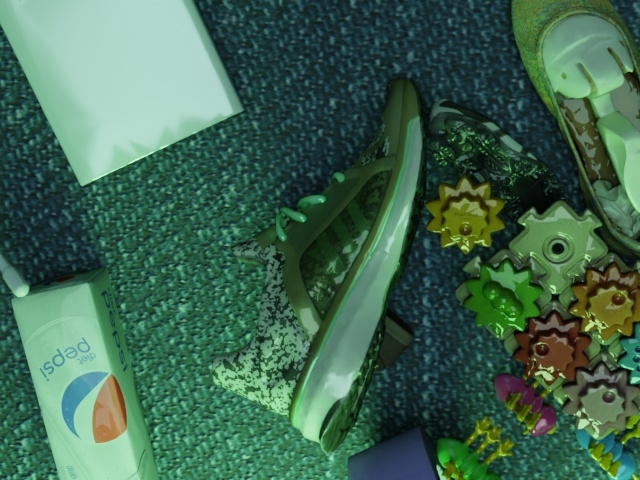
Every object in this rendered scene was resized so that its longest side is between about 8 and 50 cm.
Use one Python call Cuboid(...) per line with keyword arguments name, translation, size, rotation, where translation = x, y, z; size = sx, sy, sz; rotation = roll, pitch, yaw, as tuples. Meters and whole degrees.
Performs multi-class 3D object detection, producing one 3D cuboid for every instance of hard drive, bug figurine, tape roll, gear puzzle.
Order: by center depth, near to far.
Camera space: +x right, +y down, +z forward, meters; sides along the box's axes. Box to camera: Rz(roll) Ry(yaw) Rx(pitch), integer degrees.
Cuboid(name="gear puzzle", translation=(0.248, 0.056, 1.156), size=(0.175, 0.044, 0.339), rotation=(-43, 96, 17))
Cuboid(name="tape roll", translation=(0.125, 0.341, 1.162), size=(0.090, 0.275, 0.274), rotation=(-25, 97, 4))
Cuboid(name="hard drive", translation=(-0.240, -0.242, 1.198), size=(0.203, 0.040, 0.307), rotation=(-24, 98, 5))
Cuboid(name="bug figurine", translation=(0.240, 0.261, 1.209), size=(0.216, 0.072, 0.279), rotation=(49, 58, -2))

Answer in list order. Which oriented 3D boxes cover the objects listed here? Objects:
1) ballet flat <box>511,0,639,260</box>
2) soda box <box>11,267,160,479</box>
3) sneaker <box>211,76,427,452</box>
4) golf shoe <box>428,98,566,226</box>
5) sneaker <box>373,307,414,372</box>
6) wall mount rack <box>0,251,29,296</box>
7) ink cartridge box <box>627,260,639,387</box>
Cuboid(name="ballet flat", translation=(0.307, -0.138, 1.164), size=(0.123, 0.123, 0.348), rotation=(-22, 97, 5))
Cuboid(name="soda box", translation=(-0.261, 0.182, 1.237), size=(0.091, 0.098, 0.286), rotation=(-12, 98, 3))
Cuboid(name="sneaker", translation=(0.000, 0.000, 1.130), size=(0.182, 0.158, 0.410), rotation=(16, 72, 8))
Cuboid(name="golf shoe", translation=(0.196, -0.091, 1.197), size=(0.077, 0.094, 0.198), rotation=(-40, 122, 20))
Cuboid(name="sneaker", translation=(0.015, 0.077, 1.229), size=(0.188, 0.066, 0.071), rotation=(38, 99, -4))
Cuboid(name="wall mount rack", translation=(-0.495, 0.025, 1.199), size=(0.304, 0.130, 0.350), rotation=(38, 102, -12))
Cuboid(name="ink cartridge box", translation=(0.391, 0.110, 1.221), size=(0.127, 0.072, 0.175), rotation=(-28, 97, 6))
